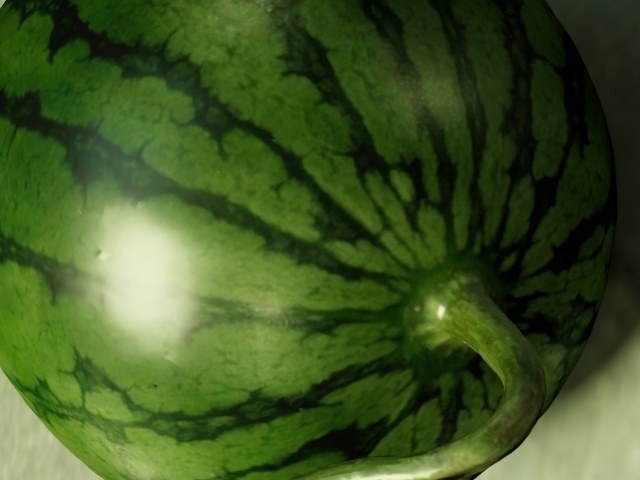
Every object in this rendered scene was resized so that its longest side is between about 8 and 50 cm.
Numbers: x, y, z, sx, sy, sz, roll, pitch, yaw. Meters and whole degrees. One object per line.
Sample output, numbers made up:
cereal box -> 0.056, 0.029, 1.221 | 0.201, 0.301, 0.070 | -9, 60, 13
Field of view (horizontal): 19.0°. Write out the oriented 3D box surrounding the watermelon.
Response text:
watermelon -> 0.000, 0.000, 0.396 | 0.187, 0.141, 0.140 | 38, 113, 53
